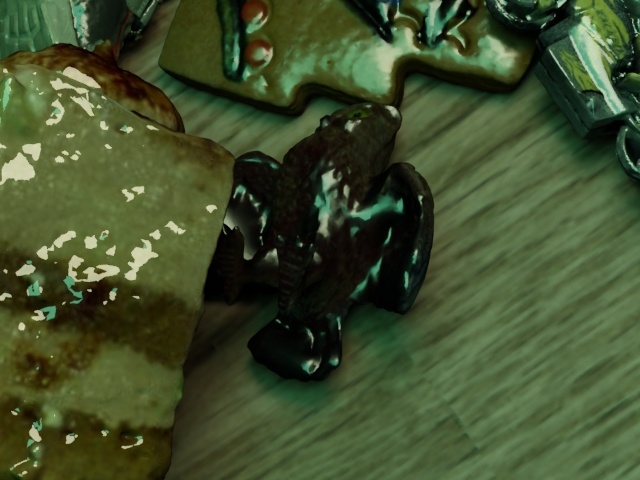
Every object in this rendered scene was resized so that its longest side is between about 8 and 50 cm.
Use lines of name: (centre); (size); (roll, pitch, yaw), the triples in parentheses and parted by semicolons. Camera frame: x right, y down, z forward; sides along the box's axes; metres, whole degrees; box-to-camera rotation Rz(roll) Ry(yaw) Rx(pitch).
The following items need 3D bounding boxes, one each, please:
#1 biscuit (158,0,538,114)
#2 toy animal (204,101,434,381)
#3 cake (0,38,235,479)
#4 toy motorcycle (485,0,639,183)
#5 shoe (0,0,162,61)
biscuit: (0.018, -0.190, 0.924); (0.302, 0.043, 0.278); (-29, 67, 4)
toy animal: (0.003, -0.007, 0.856); (0.219, 0.116, 0.179); (2, 41, 41)
cake: (-0.163, 0.003, 0.783); (0.196, 0.199, 0.292); (19, 80, -14)
toy motorcycle: (0.204, -0.128, 0.842); (0.124, 0.061, 0.193); (-33, 76, -16)
shoe: (-0.172, -0.172, 0.953); (0.099, 0.126, 0.227); (-5, 95, 49)
